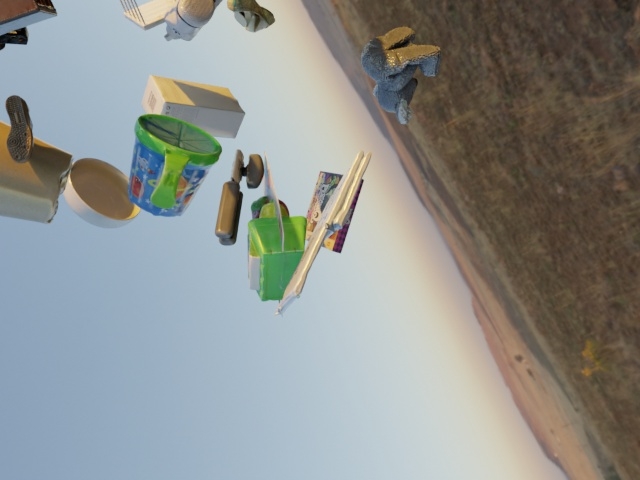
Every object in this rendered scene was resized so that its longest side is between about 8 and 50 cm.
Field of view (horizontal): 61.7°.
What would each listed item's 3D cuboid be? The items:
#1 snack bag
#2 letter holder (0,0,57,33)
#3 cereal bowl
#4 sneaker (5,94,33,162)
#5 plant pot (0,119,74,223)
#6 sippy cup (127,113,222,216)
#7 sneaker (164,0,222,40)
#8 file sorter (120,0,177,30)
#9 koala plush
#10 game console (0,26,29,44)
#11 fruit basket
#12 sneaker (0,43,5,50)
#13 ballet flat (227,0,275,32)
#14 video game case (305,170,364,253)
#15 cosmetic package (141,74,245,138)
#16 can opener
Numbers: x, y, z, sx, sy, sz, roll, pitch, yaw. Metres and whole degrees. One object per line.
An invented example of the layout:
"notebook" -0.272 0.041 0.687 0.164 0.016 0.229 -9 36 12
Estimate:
"snack bag" 0.000 0.000 1.177 0.037 0.342 0.323 27 162 -4
"letter holder" -0.771 -0.541 1.138 0.152 0.302 0.214 -120 10 -68
"cereal bowl" -0.950 -0.183 2.295 0.339 0.141 0.339 40 -154 -25
"sneaker" -0.792 -0.291 1.433 0.071 0.066 0.188 103 158 -81
"plant pot" -0.891 -0.194 1.522 0.306 0.333 0.333 19 -148 -23
"sippy cup" -0.416 -0.194 1.466 0.240 0.224 0.305 33 -156 11
"sneaker" -0.424 -0.837 1.866 0.137 0.210 0.365 40 -126 -28
"file sorter" -0.649 -0.936 2.019 0.278 0.193 0.173 42 156 45
"koala plush" 0.214 -0.465 1.559 0.196 0.203 0.221 55 161 37
"game console" -0.924 -0.586 1.314 0.361 0.044 0.213 -18 -104 -50
"fruit basket" -0.145 -0.017 1.490 0.327 0.166 0.353 97 157 -44
"sneaker" -1.295 -0.775 2.085 0.109 0.130 0.286 48 -157 -32
"ballet flat" -0.278 -0.894 2.129 0.123 0.123 0.348 63 -167 5
"video game case" 0.030 -0.093 1.654 0.042 0.232 0.210 16 -177 -32
"cosmetic package" -0.551 -0.578 2.343 0.385 0.156 0.217 0 -136 -39
"can opener" -0.208 -0.120 1.411 0.076 0.095 0.283 78 -167 -58
